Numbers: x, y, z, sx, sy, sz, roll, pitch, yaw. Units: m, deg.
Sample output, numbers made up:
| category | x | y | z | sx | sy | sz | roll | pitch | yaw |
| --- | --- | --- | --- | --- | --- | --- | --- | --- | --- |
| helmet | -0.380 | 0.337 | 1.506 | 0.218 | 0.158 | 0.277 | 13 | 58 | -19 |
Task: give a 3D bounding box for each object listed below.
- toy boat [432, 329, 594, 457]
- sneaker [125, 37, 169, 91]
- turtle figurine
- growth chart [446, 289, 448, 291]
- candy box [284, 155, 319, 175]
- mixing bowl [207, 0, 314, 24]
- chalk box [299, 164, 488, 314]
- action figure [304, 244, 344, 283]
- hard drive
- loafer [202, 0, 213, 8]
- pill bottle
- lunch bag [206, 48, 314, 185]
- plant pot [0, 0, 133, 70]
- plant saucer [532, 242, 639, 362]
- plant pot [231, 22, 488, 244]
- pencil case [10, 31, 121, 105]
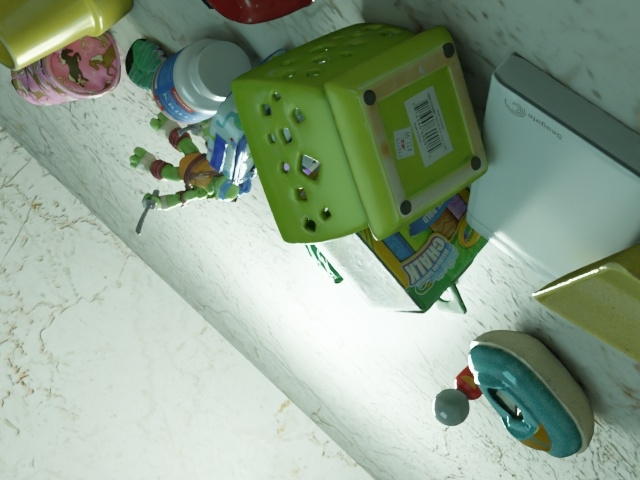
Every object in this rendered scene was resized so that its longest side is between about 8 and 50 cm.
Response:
| category | x | y | z | sx | sy | sz | roll | pitch | yaw |
| --- | --- | --- | --- | --- | --- | --- | --- | --- | --- |
| toy boat | 0.313 | 0.270 | 1.783 | 0.267 | 0.148 | 0.318 | 49 | 161 | -15 |
| sneaker | -0.281 | -0.296 | 1.951 | 0.098 | 0.083 | 0.223 | 23 | -163 | -47 |
| turtle figurine | -0.295 | -0.164 | 2.089 | 0.266 | 0.275 | 0.197 | 32 | 125 | 45 |
| growth chart | 0.113 | 0.041 | 1.795 | 0.237 | 0.021 | 0.172 | 28 | 167 | -24 |
| candy box | -0.021 | -0.105 | 1.807 | 0.196 | 0.070 | 0.165 | 22 | 152 | 49 |
| mixing bowl | -0.102 | -0.354 | 1.389 | 0.181 | 0.098 | 0.181 | 40 | 162 | 15 |
| chalk box | 0.120 | -0.012 | 1.539 | 0.289 | 0.179 | 0.180 | 49 | 161 | -16 |
| action figure | 0.000 | 0.000 | 2.007 | 0.137 | 0.063 | 0.232 | 25 | 150 | 42 |
| hard drive | 0.292 | -0.050 | 1.284 | 0.233 | 0.047 | 0.353 | 38 | 161 | 19 |
| loafer | -0.253 | -0.445 | 1.517 | 0.302 | 0.095 | 0.109 | 49 | 162 | -14 |
| pill bottle | -0.194 | -0.266 | 1.742 | 0.124 | 0.124 | 0.221 | 49 | 162 | -14 |
| lunch bag | -0.096 | -0.183 | 1.627 | 0.090 | 0.176 | 0.219 | 43 | 161 | 6 |
| plant pot | -0.503 | -0.435 | 1.857 | 0.254 | 0.239 | 0.254 | 39 | 161 | 16 |
| plant saucer | 0.424 | 0.098 | 1.134 | 0.333 | 0.081 | 0.333 | 31 | 171 | 2 |
| plant pot | 0.062 | -0.132 | 1.270 | 0.207 | 0.227 | 0.228 | 6 | 121 | 52 |
| pencil case | -0.549 | -0.372 | 2.239 | 0.386 | 0.167 | 0.160 | 10 | 109 | 61 |
